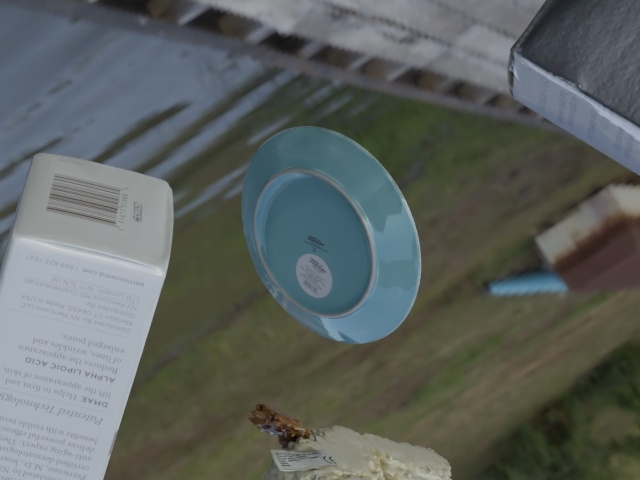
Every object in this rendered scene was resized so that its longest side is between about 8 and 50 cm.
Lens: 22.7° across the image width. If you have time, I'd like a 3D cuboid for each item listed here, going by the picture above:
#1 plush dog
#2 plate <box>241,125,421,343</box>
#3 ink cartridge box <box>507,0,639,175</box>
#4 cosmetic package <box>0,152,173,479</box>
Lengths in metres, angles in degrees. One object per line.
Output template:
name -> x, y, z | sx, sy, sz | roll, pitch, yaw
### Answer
plush dog -> -0.014, 0.293, 1.509 | 0.225, 0.211, 0.262 | -65, 173, 17
plate -> 0.000, 0.000, 1.293 | 0.024, 0.188, 0.188 | -27, 171, -46
ink cartridge box -> 0.291, -0.115, 0.691 | 0.303, 0.307, 0.072 | -56, 165, -7
cosmetic package -> -0.149, 0.082, 0.867 | 0.117, 0.086, 0.231 | -96, -158, -65
